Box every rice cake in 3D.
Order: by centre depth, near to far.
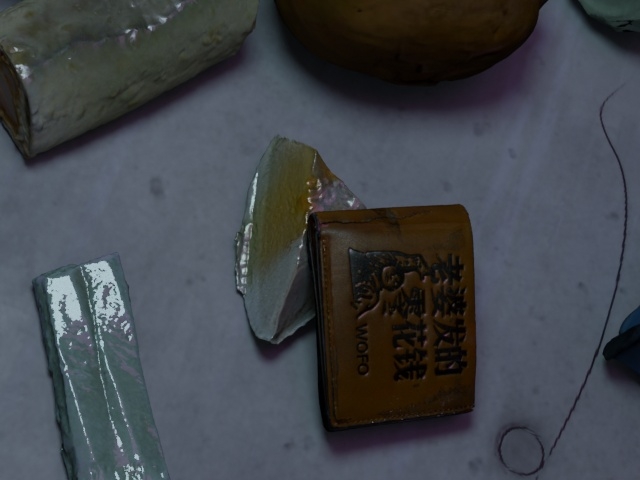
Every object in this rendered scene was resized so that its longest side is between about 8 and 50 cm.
[{"bbox_3d":[-0.186,0.120,1.402,0.085,0.040,0.226,-7,72,-22],"label":"rice cake"}]

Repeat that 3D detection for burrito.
[{"bbox_3d":[-0.171,-0.200,1.507,0.299,0.105,0.143,-34,79,-27],"label":"burrito"}]

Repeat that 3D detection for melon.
[{"bbox_3d":[0.002,0.002,1.497,0.140,0.093,0.202,14,71,-24],"label":"melon"}]

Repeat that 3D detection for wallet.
[{"bbox_3d":[0.068,0.067,1.469,0.161,0.042,0.195,-5,96,-30],"label":"wallet"}]

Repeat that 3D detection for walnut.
[{"bbox_3d":[0.094,-0.243,1.572,0.298,0.203,0.203,4,67,-23],"label":"walnut"}]

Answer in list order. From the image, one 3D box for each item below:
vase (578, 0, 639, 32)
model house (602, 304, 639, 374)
[{"bbox_3d":[0.414,-0.348,1.766,0.360,0.165,0.165,-32,82,-33],"label":"vase"},{"bbox_3d":[0.457,0.092,1.567,0.303,0.215,0.237,42,60,-6],"label":"model house"}]
